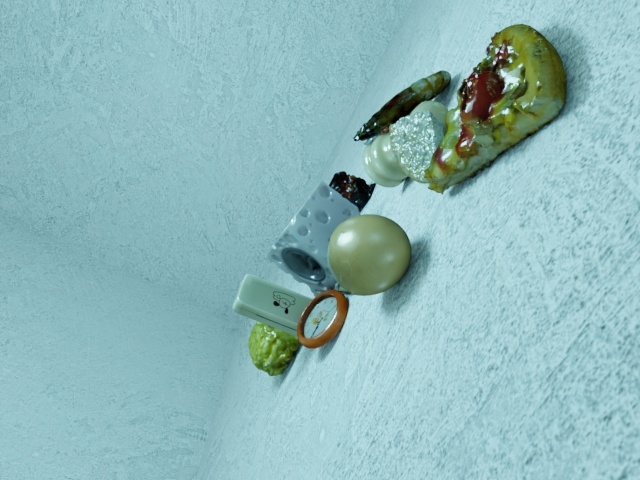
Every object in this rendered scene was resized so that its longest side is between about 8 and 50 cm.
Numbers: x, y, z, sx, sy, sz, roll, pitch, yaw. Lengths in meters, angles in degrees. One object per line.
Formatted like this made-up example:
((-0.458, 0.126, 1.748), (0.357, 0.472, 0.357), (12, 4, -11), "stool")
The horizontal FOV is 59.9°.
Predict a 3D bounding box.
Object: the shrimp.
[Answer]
((0.256, -0.408, 1.746), (0.364, 0.071, 0.233), (-36, -6, 0), "shrimp")

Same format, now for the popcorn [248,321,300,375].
((-0.179, 0.407, 2.139), (0.286, 0.173, 0.226), (-16, 64, 64), "popcorn")

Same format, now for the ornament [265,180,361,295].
((0.000, 0.000, 1.846), (0.240, 0.239, 0.239), (-56, 4, -30), "ornament")

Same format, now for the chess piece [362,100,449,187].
((0.257, -0.290, 1.611), (0.299, 0.166, 0.167), (-42, 24, 57), "chess piece")

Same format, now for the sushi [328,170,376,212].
((0.103, -0.184, 2.143), (0.153, 0.150, 0.172), (-67, 10, -17), "sushi")

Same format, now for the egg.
((0.122, 0.032, 1.364), (0.244, 0.201, 0.201), (-20, 44, 60), "egg")

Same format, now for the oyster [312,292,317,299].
((-0.007, 0.134, 2.116), (0.345, 0.078, 0.129), (-115, 33, -65), "oyster")

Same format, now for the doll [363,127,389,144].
((0.243, -0.453, 2.350), (0.194, 0.062, 0.104), (-26, 40, 65), "doll")

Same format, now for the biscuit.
((0.263, -0.252, 1.456), (0.265, 0.040, 0.188), (55, 140, 40), "biscuit")

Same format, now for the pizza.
((0.333, -0.260, 1.188), (0.406, 0.130, 0.440), (-56, 12, 30), "pizza")

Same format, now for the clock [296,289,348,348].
((0.006, 0.247, 1.746), (0.205, 0.051, 0.205), (-37, 30, 25), "clock")

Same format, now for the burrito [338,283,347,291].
((0.087, 0.134, 1.744), (0.058, 0.045, 0.188), (-51, 4, -12), "burrito")

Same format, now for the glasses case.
((-0.133, 0.228, 1.875), (0.131, 0.312, 0.070), (-75, 10, -46), "glasses case")
